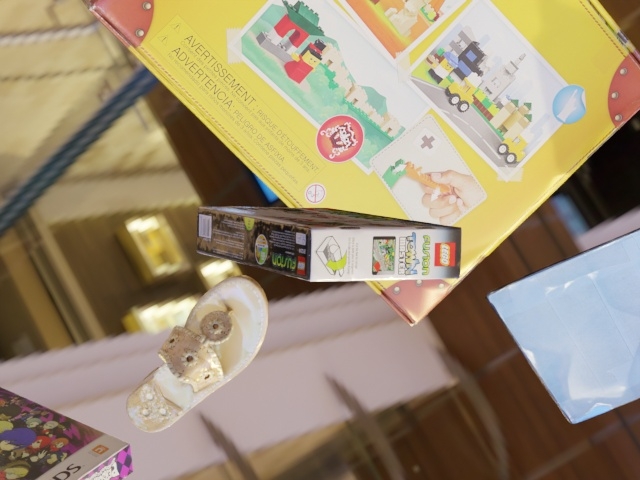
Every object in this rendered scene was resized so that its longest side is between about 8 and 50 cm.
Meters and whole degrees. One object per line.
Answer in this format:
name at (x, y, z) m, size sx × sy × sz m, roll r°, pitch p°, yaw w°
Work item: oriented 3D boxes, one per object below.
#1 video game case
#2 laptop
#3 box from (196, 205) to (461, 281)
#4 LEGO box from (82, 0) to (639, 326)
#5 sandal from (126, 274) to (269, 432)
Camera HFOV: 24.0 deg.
video game case at (-0.337, 0.225, 1.465) m, size 0.210 × 0.232 × 0.042 m, roll -32°, pitch 130°, yaw -44°
laptop at (0.480, 0.156, 1.860) m, size 0.236 × 0.408 × 0.382 m, roll -51°, pitch 141°, yaw -10°
box at (0.000, 0.000, 1.070) m, size 0.114 × 0.036 × 0.207 m, roll 0°, pitch -175°, yaw -25°
LEGO box at (0.048, -0.219, 1.550) m, size 0.372 × 0.500 × 0.193 m, roll -44°, pitch -154°, yaw 2°
sandal at (-0.144, 0.142, 1.644) m, size 0.240 × 0.088 × 0.079 m, roll -48°, pitch 180°, yaw 29°
